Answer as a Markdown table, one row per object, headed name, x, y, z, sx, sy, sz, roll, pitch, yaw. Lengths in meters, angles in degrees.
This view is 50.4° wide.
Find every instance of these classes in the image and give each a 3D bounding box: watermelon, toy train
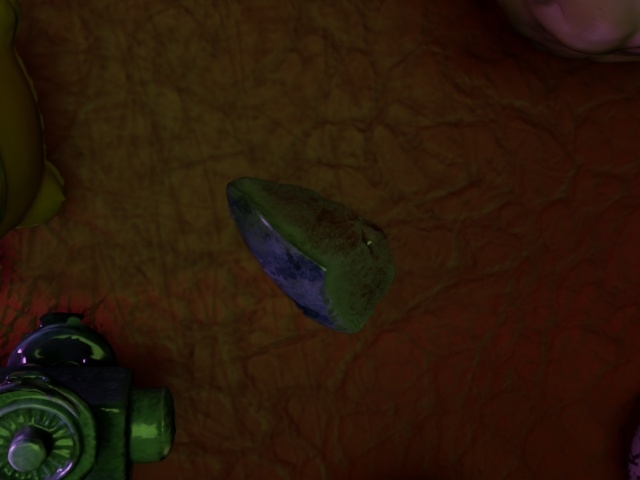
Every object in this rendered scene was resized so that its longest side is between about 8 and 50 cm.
| name | x | y | z | sx | sy | sz | roll | pitch | yaw |
| --- | --- | --- | --- | --- | --- | --- | --- | --- | --- |
| watermelon | -0.006 | 0.005 | 0.608 | 0.180 | 0.081 | 0.094 | 33 | 64 | -19 |
| toy train | -0.313 | 0.192 | 0.516 | 0.397 | 0.160 | 0.253 | 2 | 103 | -11 |

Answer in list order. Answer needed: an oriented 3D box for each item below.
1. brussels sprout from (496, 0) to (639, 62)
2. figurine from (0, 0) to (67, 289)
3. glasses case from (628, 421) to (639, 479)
| name | x | y | z | sx | sy | sz | roll | pitch | yaw |
| --- | --- | --- | --- | --- | --- | --- | --- | --- | --- |
| brussels sprout | 0.259 | -0.263 | 0.533 | 0.274 | 0.242 | 0.316 | -22 | 80 | -26 |
| figurine | -0.358 | -0.066 | 0.449 | 0.340 | 0.231 | 0.323 | -11 | 124 | -18 |
| glasses case | 0.488 | 0.245 | 0.715 | 0.355 | 0.085 | 0.137 | 15 | 92 | -13 |
